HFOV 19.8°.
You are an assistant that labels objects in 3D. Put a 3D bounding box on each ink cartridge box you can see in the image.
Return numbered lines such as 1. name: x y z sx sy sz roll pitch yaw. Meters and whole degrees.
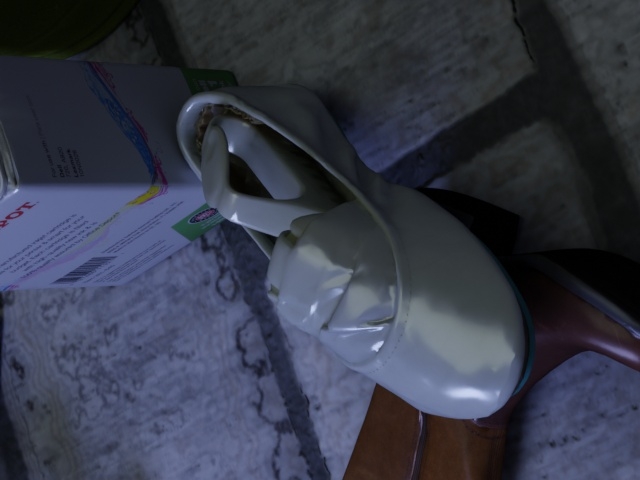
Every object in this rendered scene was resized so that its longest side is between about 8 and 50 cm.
1. ink cartridge box: -0.211 -0.048 1.447 0.201 0.278 0.117 -31 72 36

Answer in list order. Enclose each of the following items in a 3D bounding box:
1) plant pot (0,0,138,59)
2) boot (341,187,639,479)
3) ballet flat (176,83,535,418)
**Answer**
1. plant pot: -0.362 -0.306 1.474 0.366 0.353 0.366 7 103 29
2. boot: 0.124 0.132 1.289 0.264 0.096 0.280 23 107 37
3. ballet flat: 0.000 0.000 1.291 0.400 0.139 0.139 50 122 51
